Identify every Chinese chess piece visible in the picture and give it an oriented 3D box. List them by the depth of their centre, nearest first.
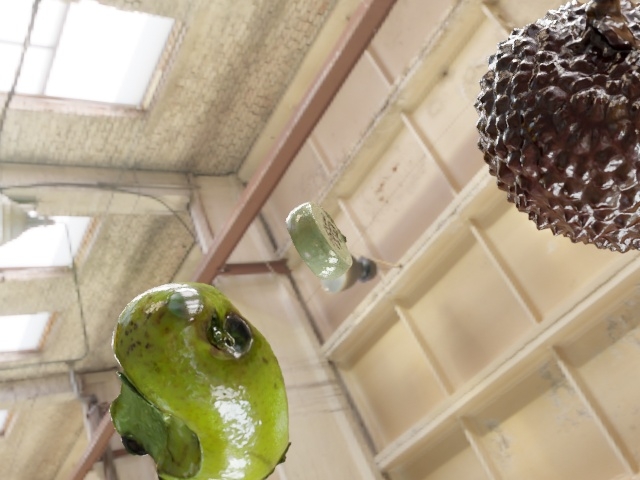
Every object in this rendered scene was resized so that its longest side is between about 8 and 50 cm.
[{"bbox_3d":[0.000,0.000,1.277,0.058,0.144,0.144,-32,-121,13],"label":"Chinese chess piece"}]

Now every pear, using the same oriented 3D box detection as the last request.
[{"bbox_3d":[-0.152,0.185,0.924,0.238,0.164,0.255,34,-42,20],"label":"pear"}]

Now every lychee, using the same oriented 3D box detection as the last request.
[{"bbox_3d":[0.291,-0.125,0.749,0.264,0.264,0.300,34,-28,49],"label":"lychee"}]
